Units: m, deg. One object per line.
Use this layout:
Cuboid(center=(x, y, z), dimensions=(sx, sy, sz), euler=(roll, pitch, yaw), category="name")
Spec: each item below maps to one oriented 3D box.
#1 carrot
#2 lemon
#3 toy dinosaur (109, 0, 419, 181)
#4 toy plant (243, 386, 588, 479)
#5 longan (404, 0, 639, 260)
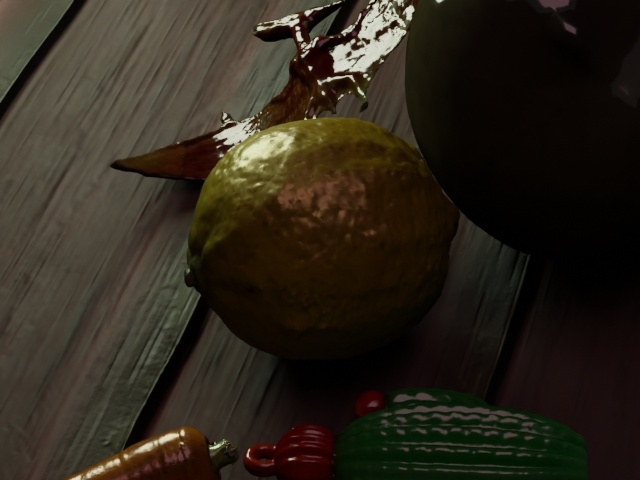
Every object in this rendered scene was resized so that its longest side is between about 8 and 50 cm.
Cuboid(center=(-0.180, 0.198, 1.261), dimensions=(0.257, 0.061, 0.061), euler=(-21, 50, -11), category="carrot")
Cuboid(center=(0.000, 0.000, 1.363), dimensions=(0.231, 0.192, 0.192), euler=(-13, 48, -18), category="lemon")
Cuboid(center=(-0.016, -0.167, 1.478), dimensions=(0.327, 0.113, 0.206), euler=(-23, 45, 37), category="toy dinosaur")
Cuboid(center=(0.080, 0.159, 1.291), dimensions=(0.240, 0.088, 0.154), euler=(14, 33, 24), category="toy plant")
Cuboid(center=(0.208, -0.135, 1.431), dimensions=(0.297, 0.297, 0.297), euler=(2, 46, -2), category="longan")
